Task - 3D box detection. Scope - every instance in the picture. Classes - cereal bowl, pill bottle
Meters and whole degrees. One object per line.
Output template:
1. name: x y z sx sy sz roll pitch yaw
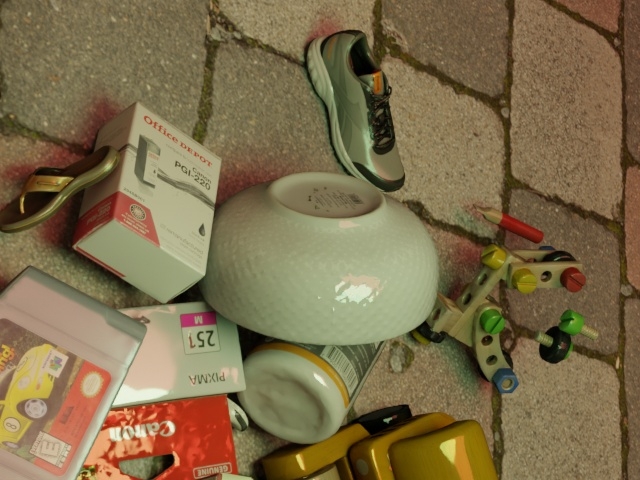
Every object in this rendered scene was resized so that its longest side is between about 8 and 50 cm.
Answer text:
1. cereal bowl: 0.000 0.000 1.856 0.339 0.339 0.141 -21 126 -43
2. pill bottle: 0.004 0.143 1.941 0.162 0.162 0.278 53 40 -18

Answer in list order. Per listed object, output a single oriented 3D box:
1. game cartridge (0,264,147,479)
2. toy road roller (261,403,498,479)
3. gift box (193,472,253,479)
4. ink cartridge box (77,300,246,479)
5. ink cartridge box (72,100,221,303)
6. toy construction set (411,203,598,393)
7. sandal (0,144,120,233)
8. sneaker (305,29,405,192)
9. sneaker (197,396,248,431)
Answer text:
1. game cartridge: -0.353 0.188 1.637 0.196 0.060 0.294 28 70 -12
2. toy road roller: 0.101 0.350 1.922 0.329 0.241 0.202 -18 90 -43
3. gift box: -0.092 0.428 1.620 0.258 0.255 0.276 15 62 -25
4. ink cartridge box: -0.225 0.206 1.771 0.275 0.060 0.239 -4 80 -34
5. ink cartridge box: -0.224 -0.052 1.808 0.158 0.092 0.218 35 39 -30
6. toy construction set: 0.261 0.063 2.189 0.237 0.257 0.309 25 41 -21
7. sandal: -0.338 -0.074 1.730 0.180 0.072 0.049 -35 122 -10
8. sneaker: 0.069 -0.202 2.142 0.100 0.108 0.271 -30 100 -44
9. sneaker: -0.145 0.230 1.879 0.109 0.040 0.043 44 62 -16
